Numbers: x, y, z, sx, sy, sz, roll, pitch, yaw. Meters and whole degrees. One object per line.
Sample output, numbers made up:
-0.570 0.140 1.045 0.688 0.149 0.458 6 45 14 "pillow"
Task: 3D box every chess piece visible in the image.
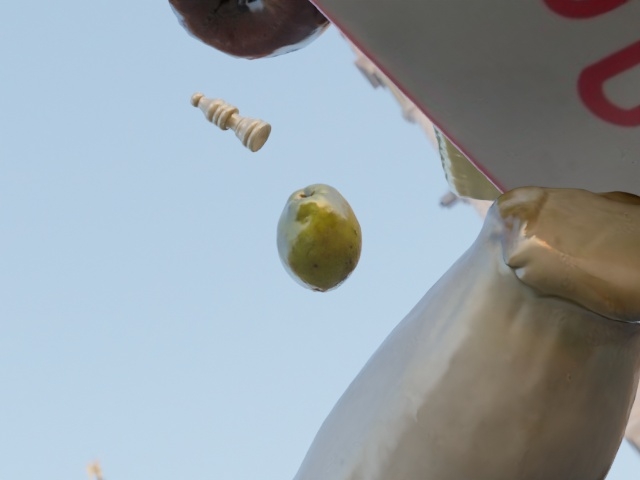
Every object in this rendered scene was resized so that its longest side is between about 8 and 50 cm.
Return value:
-0.098 -0.129 1.328 0.035 0.092 0.035 -50 -19 -24 "chess piece"

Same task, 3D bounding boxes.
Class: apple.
-0.037 -0.228 0.929 0.156 0.158 0.147 37 -41 -21 "apple"

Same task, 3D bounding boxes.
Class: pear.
0.000 0.000 1.478 0.107 0.107 0.131 -17 -69 -10 "pear"

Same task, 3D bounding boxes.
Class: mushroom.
-0.002 0.125 0.412 0.109 0.097 0.351 27 -75 -44 "mushroom"

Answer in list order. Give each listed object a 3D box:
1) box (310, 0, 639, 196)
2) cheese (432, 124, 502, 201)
0.152 -0.210 0.446 0.312 0.314 0.300 -26 -55 38 "box"
0.176 -0.205 1.212 0.124 0.242 0.265 8 -32 21 "cheese"
